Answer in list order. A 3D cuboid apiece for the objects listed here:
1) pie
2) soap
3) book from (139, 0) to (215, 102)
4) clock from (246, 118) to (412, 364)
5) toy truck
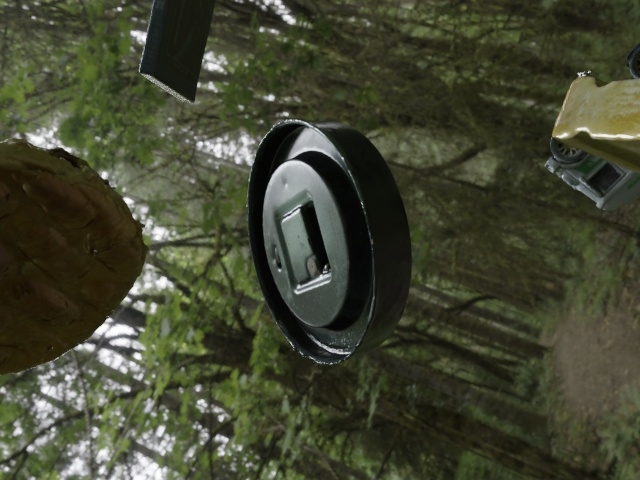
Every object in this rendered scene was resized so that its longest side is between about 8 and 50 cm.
[{"bbox_3d":[-0.357,0.027,0.740,0.339,0.083,0.340,-14,-42,-13],"label":"pie"},{"bbox_3d":[0.241,-0.027,0.343,0.092,0.251,0.037,25,99,68],"label":"soap"},{"bbox_3d":[-0.173,-0.330,0.939,0.191,0.025,0.270,-10,-67,-86],"label":"book"},{"bbox_3d":[0.000,0.000,1.112,0.076,0.386,0.386,-10,-56,-30],"label":"clock"},{"bbox_3d":[0.514,-0.203,1.057,0.367,0.175,0.146,-48,-17,24],"label":"toy truck"}]
